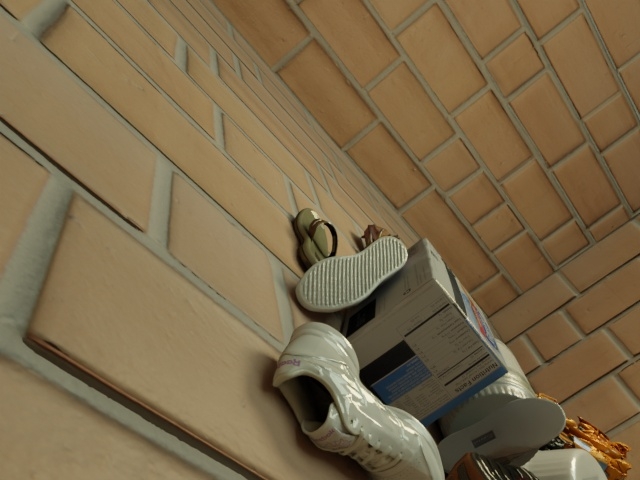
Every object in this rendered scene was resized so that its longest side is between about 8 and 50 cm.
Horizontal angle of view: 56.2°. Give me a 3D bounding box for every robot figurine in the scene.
[{"bbox_3d":[0.648,0.503,1.556,0.290,0.085,0.211,32,19,19],"label":"robot figurine"}]

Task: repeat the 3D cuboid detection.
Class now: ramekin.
[{"bbox_3d":[0.570,0.611,1.363,0.277,0.135,0.278,31,46,-38],"label":"ramekin"}]

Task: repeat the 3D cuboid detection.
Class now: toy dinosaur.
[{"bbox_3d":[0.186,0.013,1.908,0.200,0.127,0.296,34,15,-35],"label":"toy dinosaur"}]

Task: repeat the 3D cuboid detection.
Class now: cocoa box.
[{"bbox_3d":[0.204,0.181,1.241,0.228,0.231,0.347,50,13,-5],"label":"cocoa box"}]

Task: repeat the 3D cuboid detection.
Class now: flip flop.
[{"bbox_3d":[0.000,0.000,1.362,0.112,0.080,0.277,48,14,-19],"label":"flip flop"}]

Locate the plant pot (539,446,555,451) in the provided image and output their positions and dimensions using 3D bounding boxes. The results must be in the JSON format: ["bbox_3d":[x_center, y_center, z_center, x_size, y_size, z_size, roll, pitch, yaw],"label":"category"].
[{"bbox_3d":[0.621,0.639,1.618,0.188,0.167,0.188,42,15,-33],"label":"plant pot"}]

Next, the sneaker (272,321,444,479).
[{"bbox_3d":[0.044,0.261,0.812,0.305,0.114,0.152,48,27,-1],"label":"sneaker"}]

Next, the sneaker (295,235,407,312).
[{"bbox_3d":[0.042,0.095,1.202,0.282,0.161,0.102,-19,74,-40],"label":"sneaker"}]

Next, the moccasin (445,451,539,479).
[{"bbox_3d":[0.338,0.499,1.087,0.380,0.147,0.139,31,17,-43],"label":"moccasin"}]

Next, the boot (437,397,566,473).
[{"bbox_3d":[0.357,0.389,1.167,0.123,0.258,0.095,42,27,-49],"label":"boot"}]

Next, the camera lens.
[{"bbox_3d":[0.366,0.358,1.361,0.219,0.219,0.274,49,13,-12],"label":"camera lens"}]
